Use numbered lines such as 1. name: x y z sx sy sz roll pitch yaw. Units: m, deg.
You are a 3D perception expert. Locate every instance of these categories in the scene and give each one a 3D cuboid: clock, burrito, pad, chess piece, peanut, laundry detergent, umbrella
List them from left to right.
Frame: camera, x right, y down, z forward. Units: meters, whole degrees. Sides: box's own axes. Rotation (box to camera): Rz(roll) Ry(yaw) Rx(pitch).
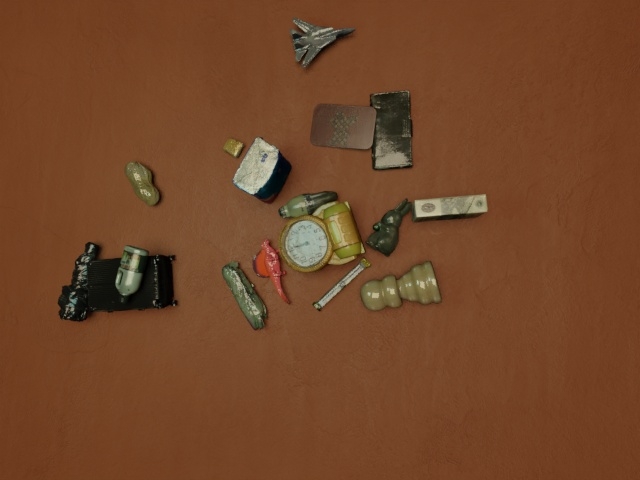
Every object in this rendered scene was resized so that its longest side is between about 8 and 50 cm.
1. umbrella: -1.028 0.178 1.830 0.155 0.128 0.336 -4 74 22
2. laundry detergent: -0.746 0.137 1.669 0.099 0.070 0.225 15 91 1
3. peanut: -0.762 -0.246 1.829 0.099 0.090 0.214 -25 86 -25
4. burrito: -0.312 0.228 1.765 0.096 0.066 0.309 -32 84 9
5. clock: 0.000 0.000 1.683 0.317 0.200 0.243 -21 82 14
6. pad: 0.091 -0.472 1.760 0.268 0.004 0.180 8 90 15
7. chess piece: 0.306 0.195 1.663 0.300 0.167 0.166 -16 86 13

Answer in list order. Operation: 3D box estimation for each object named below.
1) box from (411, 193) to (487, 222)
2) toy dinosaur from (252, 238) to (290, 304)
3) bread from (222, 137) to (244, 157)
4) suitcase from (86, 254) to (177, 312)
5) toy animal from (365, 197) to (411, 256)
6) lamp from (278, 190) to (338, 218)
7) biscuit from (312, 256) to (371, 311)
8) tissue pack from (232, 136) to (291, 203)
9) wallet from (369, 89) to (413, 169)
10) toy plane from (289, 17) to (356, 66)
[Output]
1. box: 0.487 -0.120 1.637 0.257 0.164 0.069 -4 85 7
2. toy dinosaur: -0.216 0.136 1.767 0.139 0.070 0.285 -11 89 16
3. bread: -0.372 -0.396 1.816 0.083 0.035 0.070 27 90 14
4. suitcase: -0.787 0.178 1.779 0.336 0.152 0.229 -5 86 7
5. toy animal: 0.277 -0.055 1.702 0.138 0.108 0.236 42 72 -29
6. lamp: -0.050 -0.148 1.734 0.251 0.101 0.101 -18 85 3
7. biscuit: 0.085 0.180 1.741 0.292 0.026 0.048 -42 80 3
8. tissue pack: -0.214 -0.265 1.673 0.137 0.270 0.209 28 90 8
9. wallet: 0.289 -0.447 1.736 0.169 0.044 0.316 -3 86 10
10. toy plane: 0.013 -0.840 1.771 0.268 0.088 0.212 -12 87 -2
